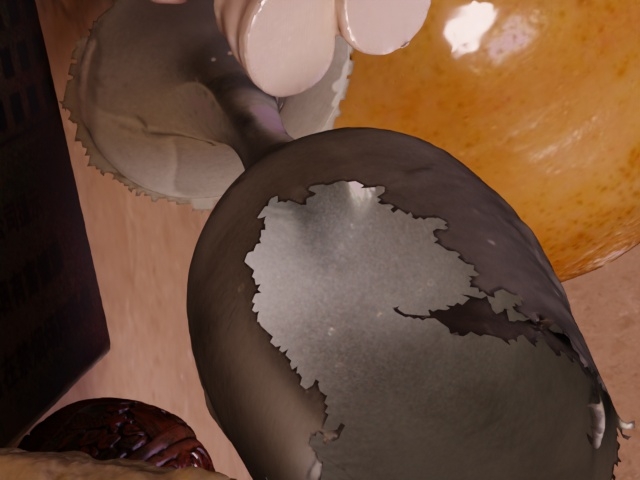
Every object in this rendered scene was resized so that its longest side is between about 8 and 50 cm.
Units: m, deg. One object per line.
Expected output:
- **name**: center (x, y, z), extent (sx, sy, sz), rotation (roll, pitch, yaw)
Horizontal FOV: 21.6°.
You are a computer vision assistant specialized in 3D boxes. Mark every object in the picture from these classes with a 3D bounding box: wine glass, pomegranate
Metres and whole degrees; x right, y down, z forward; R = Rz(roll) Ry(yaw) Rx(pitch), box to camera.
- **wine glass**: center (0.000, 0.000, 0.660), extent (0.321, 0.143, 0.143), rotation (55, -13, 53)
- **pomegranate**: center (0.076, -0.173, 0.981), extent (0.416, 0.416, 0.417), rotation (-8, 90, -75)

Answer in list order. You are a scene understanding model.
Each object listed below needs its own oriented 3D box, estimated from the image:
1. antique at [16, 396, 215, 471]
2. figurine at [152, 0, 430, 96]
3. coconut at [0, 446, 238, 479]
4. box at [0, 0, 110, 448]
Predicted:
- **antique**: center (-0.094, 0.117, 0.743), extent (0.104, 0.104, 0.104), rotation (-8, 90, -75)
- **figurine**: center (-0.062, -0.167, 0.672), extent (0.256, 0.182, 0.144), rotation (39, -24, 52)
- **coconut**: center (-0.079, 0.205, 0.486), extent (0.239, 0.239, 0.244), rotation (68, 26, -44)
- **box**: center (-0.164, -0.079, 0.678), extent (0.180, 0.047, 0.325), rotation (-51, 132, -71)
